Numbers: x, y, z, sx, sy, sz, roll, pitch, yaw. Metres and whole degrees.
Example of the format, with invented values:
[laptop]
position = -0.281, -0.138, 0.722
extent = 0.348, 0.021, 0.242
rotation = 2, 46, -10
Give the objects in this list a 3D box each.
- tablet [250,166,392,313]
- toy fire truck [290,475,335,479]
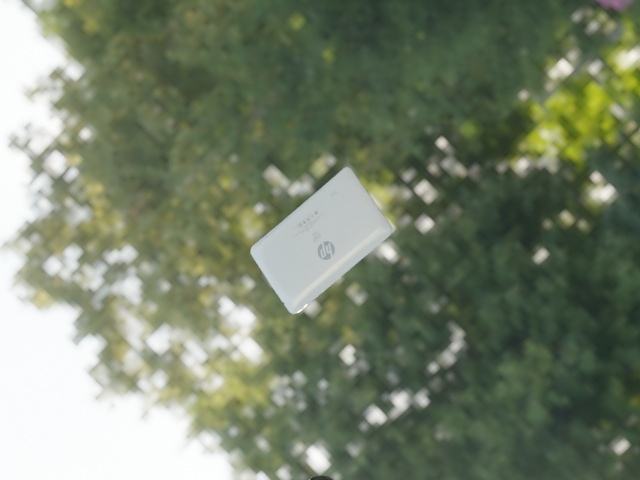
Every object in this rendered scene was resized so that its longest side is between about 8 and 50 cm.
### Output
[tablet]
position = 0.000, 0.000, 1.205
extent = 0.054, 0.083, 0.006
rotation = 56, -165, 24
[toy fire truck]
position = 0.055, 0.207, 1.088
extent = 0.192, 0.135, 0.047
rotation = 10, -149, -7
